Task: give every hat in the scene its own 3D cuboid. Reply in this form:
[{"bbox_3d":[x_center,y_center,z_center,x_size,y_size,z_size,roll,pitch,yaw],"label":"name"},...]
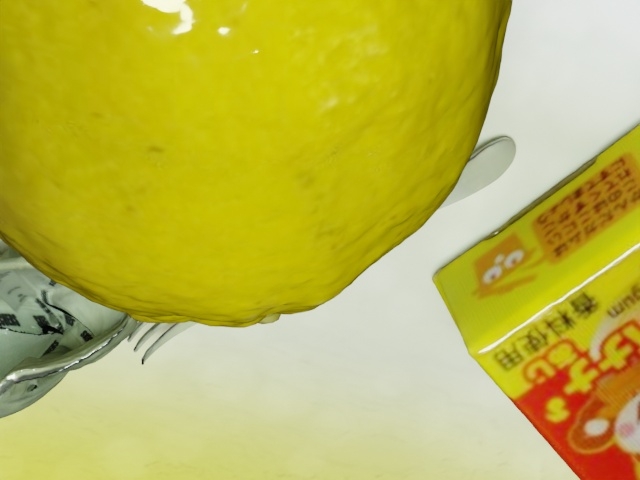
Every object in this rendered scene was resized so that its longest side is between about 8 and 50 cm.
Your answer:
[{"bbox_3d":[-0.162,0.062,0.952,0.166,0.122,0.081,-43,138,-16],"label":"hat"}]

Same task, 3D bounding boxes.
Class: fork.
[{"bbox_3d":[-0.001,-0.002,1.004,0.219,0.028,0.034,-27,113,2],"label":"fork"}]

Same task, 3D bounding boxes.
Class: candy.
[{"bbox_3d":[0.197,0.084,1.047,0.146,0.088,0.276,-36,120,10],"label":"candy"}]

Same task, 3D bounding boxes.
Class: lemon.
[{"bbox_3d":[-0.048,-0.114,0.796,0.285,0.285,0.316,-39,139,13],"label":"lemon"}]
